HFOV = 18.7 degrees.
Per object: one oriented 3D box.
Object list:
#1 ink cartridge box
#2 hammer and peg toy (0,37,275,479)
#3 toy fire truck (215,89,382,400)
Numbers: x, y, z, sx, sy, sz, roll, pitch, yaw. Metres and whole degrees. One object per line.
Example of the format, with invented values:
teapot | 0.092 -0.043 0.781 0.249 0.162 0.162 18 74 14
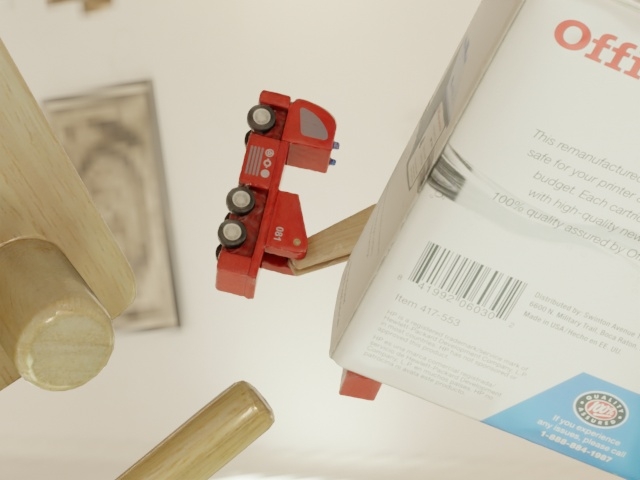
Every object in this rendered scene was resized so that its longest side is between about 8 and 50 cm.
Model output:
ink cartridge box | 0.105 -0.017 0.747 0.139 0.190 0.082 22 -149 -8
hammer and peg toy | -0.193 0.027 0.669 0.266 0.361 0.127 -33 -144 -8
toy fire truck | 0.000 0.000 1.302 0.135 0.192 0.047 13 158 0
